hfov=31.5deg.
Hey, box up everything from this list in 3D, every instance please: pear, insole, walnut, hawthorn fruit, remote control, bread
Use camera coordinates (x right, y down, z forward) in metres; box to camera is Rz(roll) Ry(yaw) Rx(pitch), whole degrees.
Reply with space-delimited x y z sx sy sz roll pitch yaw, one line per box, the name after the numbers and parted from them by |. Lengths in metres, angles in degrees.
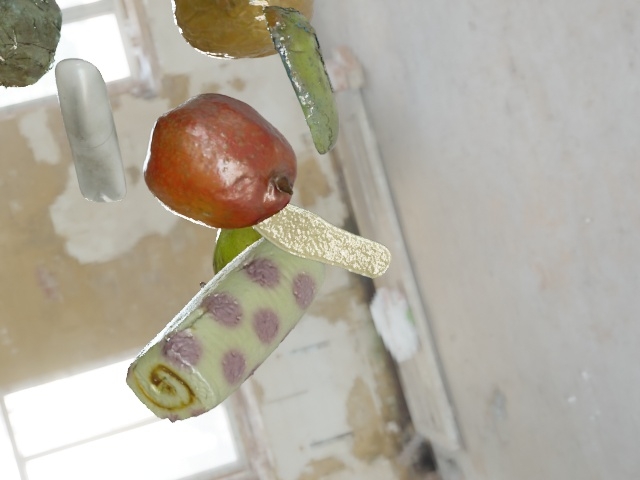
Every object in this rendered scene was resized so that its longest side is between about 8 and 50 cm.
-0.116 0.035 2.293 0.212 0.212 0.269 91 178 -56 | pear
0.000 0.000 1.850 0.011 0.248 0.081 -103 35 -70 | insole
-0.169 -0.533 2.460 0.333 0.333 0.332 165 90 -79 | walnut
-0.136 -0.109 1.745 0.262 0.210 0.210 27 144 25 | hawthorn fruit
-0.325 -0.149 1.591 0.044 0.073 0.229 -78 -14 -56 | remote control
-0.147 0.141 1.862 0.155 0.338 0.187 47 142 -6 | bread

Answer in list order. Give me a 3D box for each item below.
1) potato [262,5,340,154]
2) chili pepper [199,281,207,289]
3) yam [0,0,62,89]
-0.013 -0.205 1.410 0.119 0.054 0.198 -85 -26 -82 | potato
-0.182 0.133 2.156 0.050 0.041 0.153 12 136 47 | chili pepper
-0.678 -0.422 2.143 0.241 0.348 0.241 -8 77 40 | yam
